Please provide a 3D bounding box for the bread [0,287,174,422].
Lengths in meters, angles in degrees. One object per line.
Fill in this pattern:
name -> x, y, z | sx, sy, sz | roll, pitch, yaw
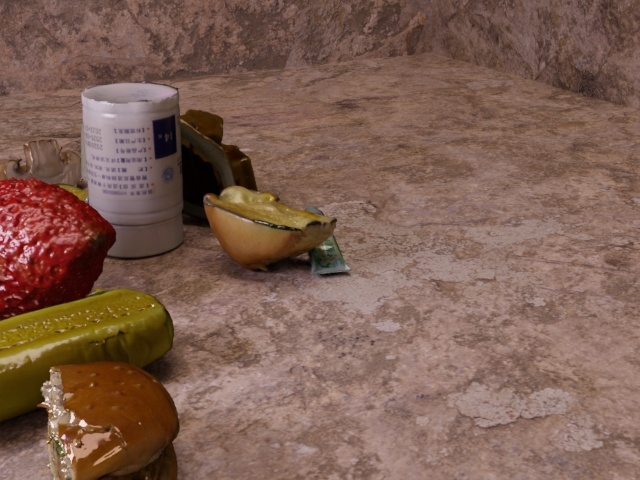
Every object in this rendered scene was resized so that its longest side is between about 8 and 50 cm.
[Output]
bread -> -0.391, 0.170, 1.153 | 0.384, 0.112, 0.166 | -17, 27, -35

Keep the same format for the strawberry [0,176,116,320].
strawberry -> -0.471, 0.012, 1.387 | 0.277, 0.257, 0.257 | -2, 19, 26

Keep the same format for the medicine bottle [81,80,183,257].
medicine bottle -> -0.375, -0.141, 1.667 | 0.190, 0.332, 0.190 | 2, 23, -1

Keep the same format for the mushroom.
mushroom -> -0.720, -0.161, 2.021 | 0.151, 0.155, 0.286 | -8, 6, 21

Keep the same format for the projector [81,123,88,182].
projector -> -0.423, -0.198, 1.881 | 0.178, 0.163, 0.242 | -2, 0, 15

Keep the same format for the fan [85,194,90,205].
fan -> -0.410, -0.080, 1.870 | 0.244, 0.074, 0.130 | -8, 10, -27

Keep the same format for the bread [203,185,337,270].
bread -> -0.108, -0.010, 1.560 | 0.252, 0.132, 0.174 | 21, 25, 33

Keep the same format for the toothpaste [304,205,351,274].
toothpaste -> 0.000, 0.000, 1.645 | 0.075, 0.048, 0.297 | -5, 25, -6

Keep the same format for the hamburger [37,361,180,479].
hamburger -> -0.246, 0.219, 0.967 | 0.157, 0.143, 0.283 | -10, 20, -20

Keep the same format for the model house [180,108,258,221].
model house -> -0.228, -0.174, 1.870 | 0.174, 0.267, 0.239 | -5, 14, 24

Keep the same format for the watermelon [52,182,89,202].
watermelon -> -0.615, -0.076, 1.927 | 0.092, 0.075, 0.181 | 45, 31, -1
